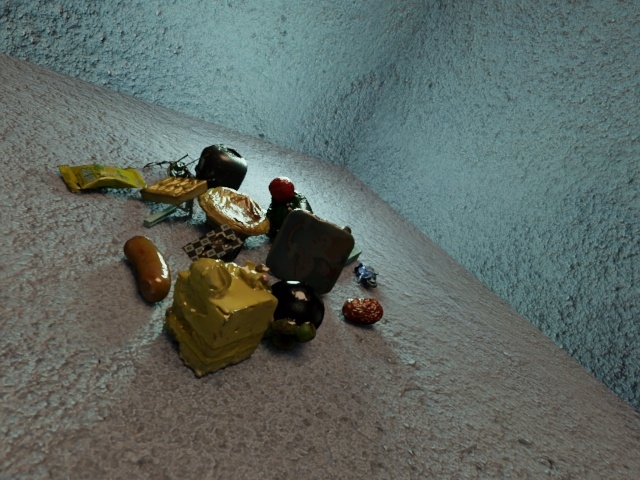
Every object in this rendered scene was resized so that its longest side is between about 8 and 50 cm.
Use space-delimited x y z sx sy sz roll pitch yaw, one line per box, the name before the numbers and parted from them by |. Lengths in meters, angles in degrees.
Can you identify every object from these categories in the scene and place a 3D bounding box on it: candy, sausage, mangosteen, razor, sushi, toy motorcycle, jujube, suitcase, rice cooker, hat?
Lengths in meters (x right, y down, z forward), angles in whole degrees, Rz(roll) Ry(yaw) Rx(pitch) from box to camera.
candy | -0.876 -0.258 1.727 0.297 0.081 0.187 -11 43 -41
sausage | -0.536 0.090 1.338 0.109 0.108 0.270 8 28 -41
mangosteen | -0.100 0.240 1.398 0.243 0.243 0.243 24 21 -10
razor | -0.621 -0.116 1.747 0.056 0.111 0.278 23 28 16
sushi | -0.412 0.028 1.636 0.201 0.031 0.139 -31 57 -23
toy motorcycle | 0.225 0.171 2.132 0.114 0.076 0.205 16 24 -7
jujube | 0.171 0.290 1.748 0.176 0.109 0.112 6 -7 -29
suitcase | -0.379 0.017 1.710 0.126 0.086 0.059 37 16 24
rice cooker | -0.526 -0.378 2.257 0.267 0.224 0.267 22 21 -9
hat | -0.169 -0.153 2.002 0.274 0.242 0.332 54 -9 38

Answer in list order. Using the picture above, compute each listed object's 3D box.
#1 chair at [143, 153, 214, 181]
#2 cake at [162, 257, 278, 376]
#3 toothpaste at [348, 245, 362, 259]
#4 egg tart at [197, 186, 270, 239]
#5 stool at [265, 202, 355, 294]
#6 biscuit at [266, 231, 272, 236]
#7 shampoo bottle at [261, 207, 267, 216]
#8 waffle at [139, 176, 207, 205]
chair | -0.686 -0.326 2.075 0.326 0.170 0.160 -11 5 32
cake | -0.272 0.181 1.184 0.222 0.286 0.227 38 23 24
toothpaste | 0.118 0.085 2.198 0.081 0.067 0.336 34 22 15
egg tart | -0.393 -0.105 1.894 0.352 0.150 0.352 26 23 -12
stool | -0.042 0.027 1.821 0.310 0.310 0.226 27 14 -7
biscuit | -0.253 -0.048 2.118 0.078 0.015 0.091 21 22 -19
shampoo bottle | -0.363 -0.159 2.193 0.234 0.049 0.087 19 24 -22
waffle | -0.617 -0.209 1.790 0.274 0.057 0.168 11 34 36
